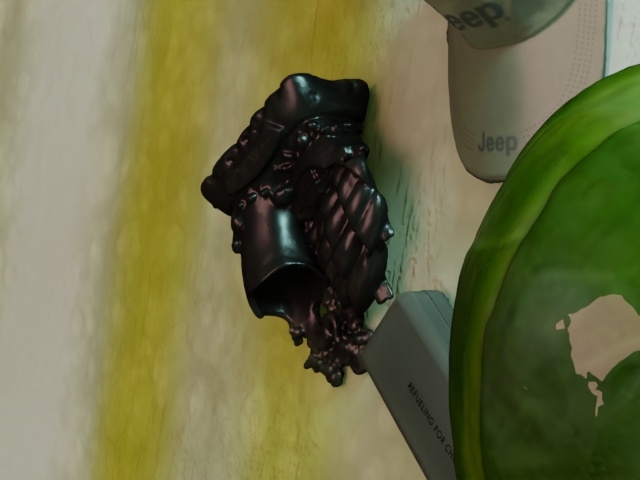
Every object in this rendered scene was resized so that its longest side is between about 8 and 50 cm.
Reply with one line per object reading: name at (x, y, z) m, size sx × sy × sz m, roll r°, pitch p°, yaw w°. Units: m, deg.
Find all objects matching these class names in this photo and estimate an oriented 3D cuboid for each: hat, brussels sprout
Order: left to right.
hat at (0.132, -0.182, 1.177) m, size 0.214 × 0.149 × 0.244 m, roll -6°, pitch 72°, yaw 55°
brussels sprout at (0.239, 0.053, 0.791) m, size 0.276 × 0.371 × 0.314 m, roll 9°, pitch 102°, yaw 50°

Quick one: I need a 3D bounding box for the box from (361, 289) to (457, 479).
box at (0.120, 0.160, 1.232) m, size 0.103 × 0.055 × 0.243 m, roll -60°, pitch 44°, yaw 34°

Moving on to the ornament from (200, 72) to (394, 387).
ornament at (0.000, 0.000, 1.390) m, size 0.251 × 0.106 × 0.260 m, roll -50°, pitch 54°, yaw 44°
